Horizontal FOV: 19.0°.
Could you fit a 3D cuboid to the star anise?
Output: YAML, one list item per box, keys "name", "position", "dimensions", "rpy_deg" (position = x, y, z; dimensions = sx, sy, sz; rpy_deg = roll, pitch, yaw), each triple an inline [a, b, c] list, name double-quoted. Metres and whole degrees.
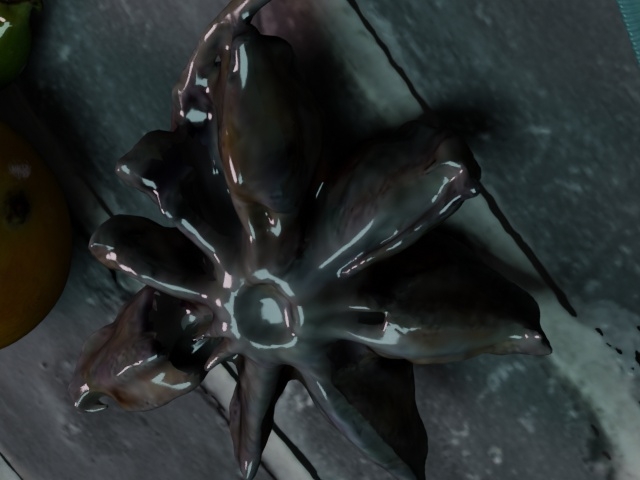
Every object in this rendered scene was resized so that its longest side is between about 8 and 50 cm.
- name: "star anise"
  position: [0.000, 0.000, 1.087]
  dimensions: [0.359, 0.139, 0.316]
  rpy_deg: [-25, 117, 24]

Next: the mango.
- name: "mango"
  position: [-0.244, 0.003, 1.197]
  dimensions: [0.175, 0.139, 0.254]
  rpy_deg: [21, 155, -4]

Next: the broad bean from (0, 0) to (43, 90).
- name: "broad bean"
  position: [-0.292, -0.133, 1.160]
  dimensions: [0.292, 0.049, 0.144]
  rpy_deg: [4, 145, 15]

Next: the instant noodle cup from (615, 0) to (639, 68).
- name: "instant noodle cup"
  position: [0.199, -0.133, 0.899]
  dimensions: [0.157, 0.070, 0.179]
  rpy_deg: [-6, 122, 35]
